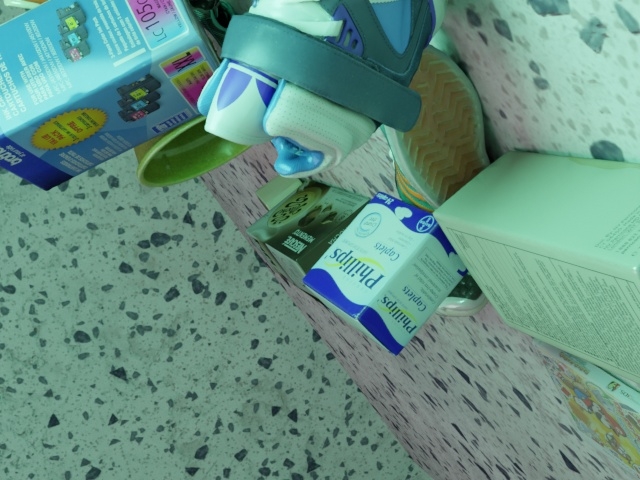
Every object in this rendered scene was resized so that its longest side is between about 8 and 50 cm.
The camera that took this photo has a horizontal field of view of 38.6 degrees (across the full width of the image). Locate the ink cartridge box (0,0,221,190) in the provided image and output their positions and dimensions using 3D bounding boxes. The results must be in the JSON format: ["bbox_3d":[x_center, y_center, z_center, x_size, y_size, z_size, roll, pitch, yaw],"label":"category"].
[{"bbox_3d":[-0.344,-0.212,1.289,0.270,0.396,0.151,57,-172,-80],"label":"ink cartridge box"}]

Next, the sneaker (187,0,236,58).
[{"bbox_3d":[-0.164,-0.354,1.430,0.166,0.065,0.076,44,152,17],"label":"sneaker"}]

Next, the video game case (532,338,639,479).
[{"bbox_3d":[0.386,0.240,1.197,0.206,0.026,0.227,36,162,55],"label":"video game case"}]

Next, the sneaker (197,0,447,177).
[{"bbox_3d":[-0.016,-0.187,0.683,0.130,0.236,0.322,23,158,31],"label":"sneaker"}]

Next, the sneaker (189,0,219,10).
[{"bbox_3d":[-0.155,-0.357,1.252,0.058,0.085,0.152,56,169,-28],"label":"sneaker"}]

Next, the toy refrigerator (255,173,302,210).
[{"bbox_3d":[-0.015,-0.012,1.890,0.269,0.094,0.102,56,176,-24],"label":"toy refrigerator"}]

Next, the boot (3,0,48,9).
[{"bbox_3d":[-0.348,-0.341,1.223,0.059,0.158,0.084,26,114,58],"label":"boot"}]

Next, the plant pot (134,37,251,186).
[{"bbox_3d":[-0.245,-0.270,1.568,0.254,0.276,0.276,60,172,8],"label":"plant pot"}]

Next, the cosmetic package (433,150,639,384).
[{"bbox_3d":[0.242,0.022,0.787,0.160,0.113,0.309,54,170,-20],"label":"cosmetic package"}]

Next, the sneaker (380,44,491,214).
[{"bbox_3d":[0.114,-0.089,0.967,0.121,0.108,0.302,32,161,49],"label":"sneaker"}]

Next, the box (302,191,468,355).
[{"bbox_3d":[0.071,0.031,0.970,0.072,0.137,0.126,44,173,-31],"label":"box"}]

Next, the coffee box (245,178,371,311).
[{"bbox_3d":[0.000,0.000,1.631,0.119,0.168,0.297,54,170,-21],"label":"coffee box"}]

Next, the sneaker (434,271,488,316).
[{"bbox_3d":[0.180,0.060,1.288,0.118,0.110,0.292,40,176,-15],"label":"sneaker"}]
